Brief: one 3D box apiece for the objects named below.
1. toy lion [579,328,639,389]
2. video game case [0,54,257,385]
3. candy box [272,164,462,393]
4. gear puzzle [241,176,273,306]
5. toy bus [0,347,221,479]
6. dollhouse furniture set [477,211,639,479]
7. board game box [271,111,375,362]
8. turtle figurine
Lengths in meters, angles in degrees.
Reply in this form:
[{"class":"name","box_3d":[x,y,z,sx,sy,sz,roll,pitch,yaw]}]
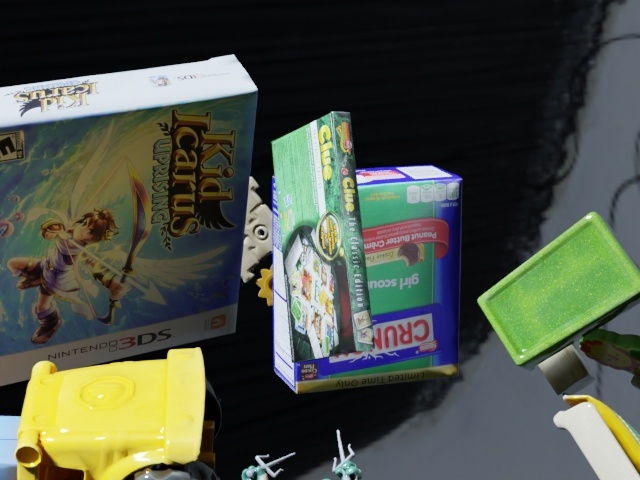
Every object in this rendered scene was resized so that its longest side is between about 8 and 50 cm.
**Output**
[{"class":"toy lion","box_3d":[0.323,0.119,1.287,0.034,0.096,0.100,-62,5,-20]},{"class":"video game case","box_3d":[-0.182,-0.011,1.025,0.061,0.244,0.269,54,147,43]},{"class":"candy box","box_3d":[0.069,0.057,1.859,0.122,0.268,0.317,-139,46,-66]},{"class":"gear puzzle","box_3d":[-0.146,-0.022,2.254,0.175,0.044,0.339,-40,90,21]},{"class":"toy bus","box_3d":[-0.179,0.202,0.930,0.149,0.212,0.220,-104,16,-62]},{"class":"dollhouse furniture set","box_3d":[0.321,0.150,1.253,0.151,0.197,0.301,-36,65,14]},{"class":"board game box","box_3d":[0.000,0.000,1.356,0.136,0.030,0.259,-18,75,58]},{"class":"turtle figurine","box_3d":[-0.020,0.327,1.509,0.175,0.234,0.118,-19,98,26]}]
